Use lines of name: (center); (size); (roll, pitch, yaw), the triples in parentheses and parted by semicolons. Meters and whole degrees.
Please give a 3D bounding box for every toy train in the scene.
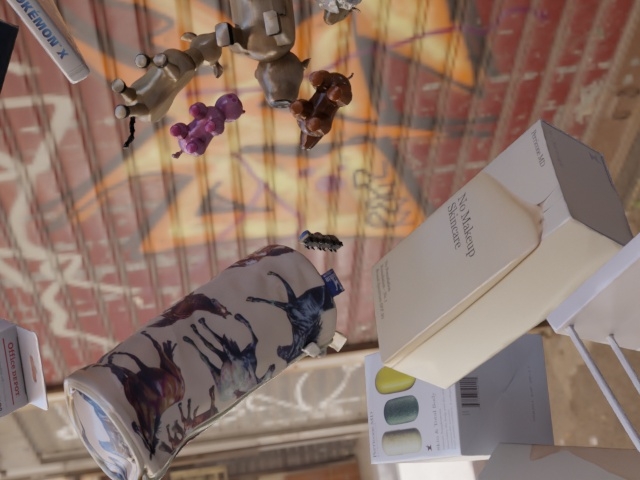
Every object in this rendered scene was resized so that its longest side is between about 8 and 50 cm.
toy train: (0.000, 0.000, 1.799); (0.036, 0.027, 0.158); (53, -164, 16)

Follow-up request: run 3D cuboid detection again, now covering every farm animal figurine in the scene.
farm animal figurine: (-0.098, -0.263, 1.315); (0.172, 0.330, 0.326); (-17, -64, -75)

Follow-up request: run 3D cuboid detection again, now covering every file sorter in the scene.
file sorter: (0.385, 0.092, 0.858); (0.193, 0.278, 0.173); (-48, 47, 29)

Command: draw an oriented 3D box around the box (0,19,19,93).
box: (-0.684, -0.183, 1.524); (0.212, 0.293, 0.395); (-23, 53, 58)

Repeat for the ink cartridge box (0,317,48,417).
ink cartridge box: (-0.399, 0.141, 1.127); (0.180, 0.060, 0.104); (12, 114, 37)

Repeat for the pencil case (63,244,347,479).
pencil case: (-0.144, 0.160, 1.278); (0.183, 0.410, 0.160); (39, 137, 18)

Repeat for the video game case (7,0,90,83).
video game case: (-0.447, -0.409, 1.338); (0.329, 0.036, 0.300); (57, 179, 39)

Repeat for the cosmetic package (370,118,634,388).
cosmetic package: (0.200, 0.025, 1.138); (0.309, 0.113, 0.160); (-45, 35, 35)

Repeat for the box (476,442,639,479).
box: (0.385, 0.383, 1.380); (0.121, 0.311, 0.148); (-47, -59, -42)

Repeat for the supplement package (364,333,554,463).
supplement package: (0.230, 0.276, 1.665); (0.263, 0.198, 0.199); (-27, 62, 57)
